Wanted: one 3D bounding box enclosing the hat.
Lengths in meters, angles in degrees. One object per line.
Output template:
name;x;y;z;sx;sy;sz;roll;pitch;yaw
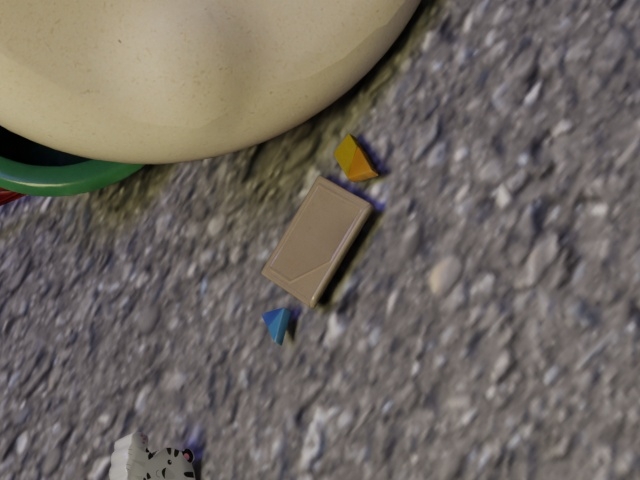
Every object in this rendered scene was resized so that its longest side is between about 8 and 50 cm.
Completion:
hat;-0.179;-0.065;1.309;0.208;0.183;0.173;17;63;15

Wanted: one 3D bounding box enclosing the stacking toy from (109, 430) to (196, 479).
stacking toy;-0.149;0.226;1.035;0.167;0.052;0.221;-26;49;42

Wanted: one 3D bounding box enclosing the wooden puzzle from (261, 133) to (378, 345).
wooden puzzle;0.000;0.000;1.039;0.116;0.014;0.078;-56;30;7

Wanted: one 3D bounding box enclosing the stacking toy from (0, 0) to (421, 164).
stacking toy;-0.141;-0.268;1.190;0.350;0.351;0.480;-56;23;6
